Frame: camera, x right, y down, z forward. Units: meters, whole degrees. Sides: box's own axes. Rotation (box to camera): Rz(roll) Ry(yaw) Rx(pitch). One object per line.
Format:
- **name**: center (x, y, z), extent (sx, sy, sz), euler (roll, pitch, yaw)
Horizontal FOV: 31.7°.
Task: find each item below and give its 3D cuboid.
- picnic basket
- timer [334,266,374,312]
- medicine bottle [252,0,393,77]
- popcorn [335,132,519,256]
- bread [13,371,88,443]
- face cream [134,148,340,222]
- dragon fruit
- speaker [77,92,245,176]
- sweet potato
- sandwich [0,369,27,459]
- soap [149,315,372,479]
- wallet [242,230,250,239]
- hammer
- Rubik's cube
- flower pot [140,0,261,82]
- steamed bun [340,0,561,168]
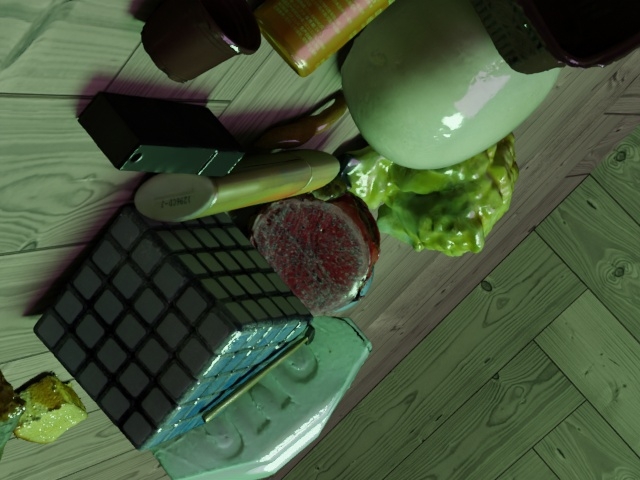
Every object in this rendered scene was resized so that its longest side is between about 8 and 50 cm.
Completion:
- **picnic basket**: center (0.256, -0.330, 1.336), extent (0.222, 0.297, 0.129), euler (-31, -177, -30)
- **timer**: center (-0.008, 0.005, 1.918), extent (0.175, 0.255, 0.175), euler (-23, -159, 10)
- **medicine bottle**: center (0.022, -0.278, 1.258), extent (0.192, 0.096, 0.096), euler (-41, 164, 0)
- **popcorn**: center (0.204, -0.100, 1.882), extent (0.293, 0.293, 0.237), euler (-47, -178, 21)
- **bread**: center (-0.428, 0.265, 1.746), extent (0.103, 0.065, 0.187), euler (-33, 162, -8)
- **face cream**: center (-0.104, -0.077, 1.498), extent (0.139, 0.067, 0.285), euler (-6, -174, 35)
- **dragon fruit**: center (-0.013, 0.012, 1.713), extent (0.147, 0.211, 0.282), euler (-54, 165, -62)
- **speaker**: center (-0.173, -0.115, 1.269), extent (0.044, 0.082, 0.218), euler (-46, 164, 20)
- **sweet potato**: center (-0.022, -0.159, 1.584), extent (0.179, 0.044, 0.044), euler (-28, 160, -33)
- **sandwich**: center (-0.559, 0.312, 1.500), extent (0.301, 0.099, 0.271), euler (-30, 161, -36)
- **soap**: center (-0.118, 0.290, 2.152), extent (0.446, 0.261, 0.156), euler (-38, 161, -7)
- **wallet**: center (-0.182, 0.077, 1.800), extent (0.236, 0.055, 0.160), euler (-46, 176, 28)
- **hammer**: center (-0.083, 0.182, 1.536), extent (0.199, 0.013, 0.062), euler (-38, 166, -22)
- **Rubik's cube**: center (-0.195, 0.108, 1.527), extent (0.237, 0.238, 0.237), euler (-48, 165, 17)
- **flower pot**: center (-0.126, -0.210, 1.120), extent (0.089, 0.111, 0.111), euler (-31, 169, 24)
- **steamed bun**: center (0.190, -0.227, 1.530), extent (0.324, 0.206, 0.324), euler (-35, 171, -7)
